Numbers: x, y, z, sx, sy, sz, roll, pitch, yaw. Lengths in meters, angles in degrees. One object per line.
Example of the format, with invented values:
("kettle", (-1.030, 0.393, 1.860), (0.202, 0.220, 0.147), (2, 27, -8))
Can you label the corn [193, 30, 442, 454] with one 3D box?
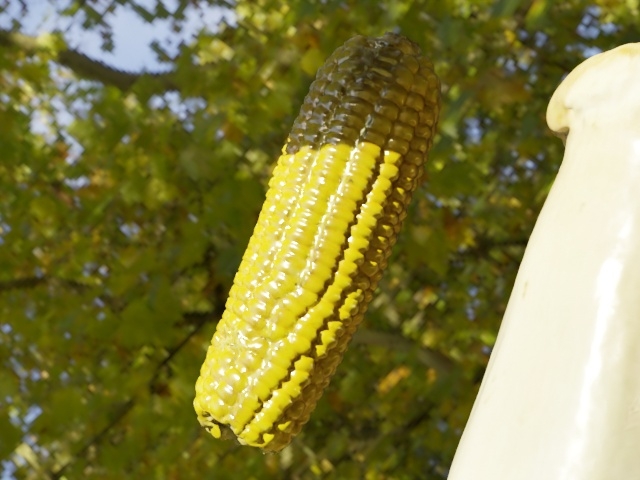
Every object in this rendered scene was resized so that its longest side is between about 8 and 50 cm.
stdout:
("corn", (0.000, 0.000, 1.187), (0.120, 0.120, 0.363), (26, -94, -54))

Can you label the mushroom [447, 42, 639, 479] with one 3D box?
("mushroom", (0.137, 0.113, 0.692), (0.137, 0.154, 0.407), (54, -127, -82))
